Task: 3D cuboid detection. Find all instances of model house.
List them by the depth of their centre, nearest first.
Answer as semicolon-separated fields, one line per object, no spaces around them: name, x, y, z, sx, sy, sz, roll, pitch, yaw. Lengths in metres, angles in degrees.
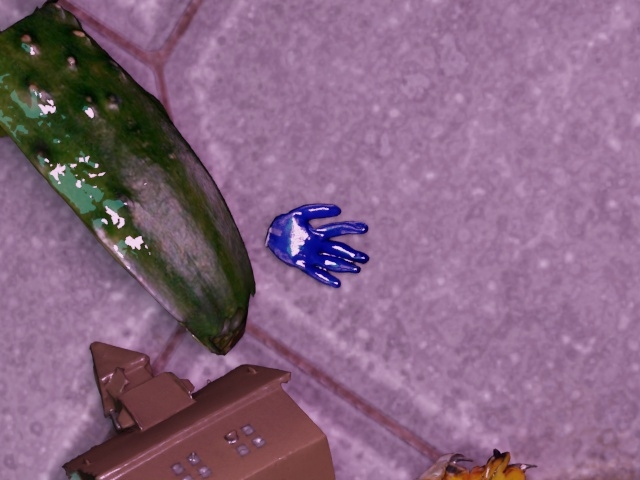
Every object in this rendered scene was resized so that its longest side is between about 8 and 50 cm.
model house;-0.123;0.170;1.389;0.181;0.176;0.248;-27;48;-22

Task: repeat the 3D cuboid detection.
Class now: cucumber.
cucumber;-0.153;-0.053;1.377;0.105;0.145;0.325;-38;90;3

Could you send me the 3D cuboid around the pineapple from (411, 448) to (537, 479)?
pineapple;0.064;0.318;1.360;0.158;0.161;0.334;18;80;50

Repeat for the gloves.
gloves;0.000;0.000;1.404;0.086;0.026;0.064;25;94;9

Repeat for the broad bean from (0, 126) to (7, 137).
broad bean;-0.392;-0.133;1.468;0.297;0.043;0.060;8;100;12
